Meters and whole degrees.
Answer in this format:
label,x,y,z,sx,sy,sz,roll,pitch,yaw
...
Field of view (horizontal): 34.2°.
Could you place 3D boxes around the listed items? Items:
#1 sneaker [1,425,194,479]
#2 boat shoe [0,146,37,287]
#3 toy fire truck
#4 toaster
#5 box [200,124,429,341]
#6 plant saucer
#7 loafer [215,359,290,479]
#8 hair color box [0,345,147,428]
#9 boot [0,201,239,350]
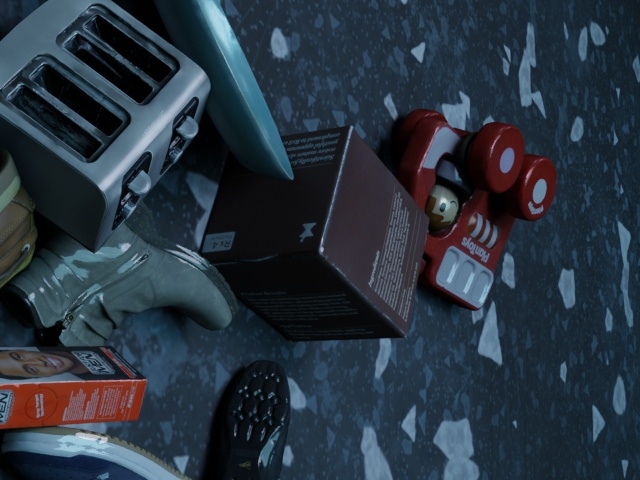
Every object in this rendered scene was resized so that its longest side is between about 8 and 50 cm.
label,x,y,z,sx,sy,sz,roll,pitch,yaw
sneaker,-0.190,0.273,0.939,0.282,0.099,0.153,44,49,-48
boat shoe,-0.314,0.057,0.768,0.307,0.111,0.104,-50,141,-38
toy fire truck,0.204,-0.043,1.548,0.302,0.169,0.254,28,81,-51
toaster,-0.208,-0.112,0.900,0.185,0.110,0.168,37,54,-3
box,0.000,0.000,1.201,0.203,0.168,0.167,45,50,-45
plant saucer,-0.112,-0.198,1.051,0.317,0.043,0.317,-24,90,-87
loafer,-0.079,0.240,1.149,0.078,0.076,0.223,101,-1,-58
hair color box,-0.228,0.123,0.887,0.141,0.072,0.043,3,108,-41
boot,-0.193,0.062,1.003,0.246,0.083,0.161,48,59,-41
